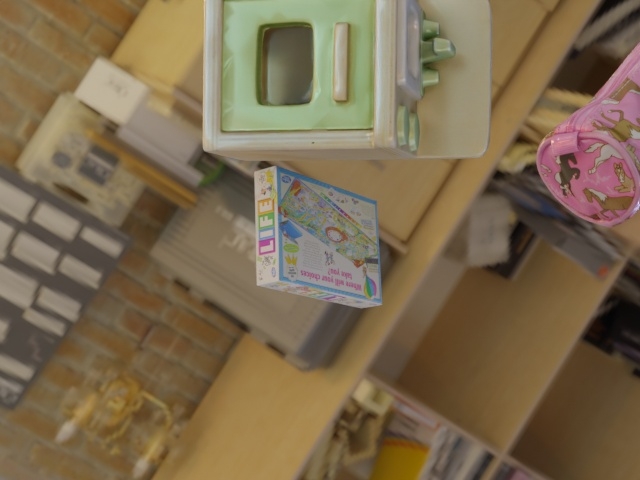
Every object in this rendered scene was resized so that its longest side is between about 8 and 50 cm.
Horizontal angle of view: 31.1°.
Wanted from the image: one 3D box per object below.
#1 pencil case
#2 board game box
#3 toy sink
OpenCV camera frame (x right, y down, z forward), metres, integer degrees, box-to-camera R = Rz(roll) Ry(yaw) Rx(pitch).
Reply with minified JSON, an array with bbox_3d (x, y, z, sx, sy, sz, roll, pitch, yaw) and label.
[{"bbox_3d":[0.454,-0.188,1.586,0.167,0.386,0.160,38,149,9],"label":"pencil case"},{"bbox_3d":[0.000,0.000,1.042,0.026,0.103,0.154,-13,162,35],"label":"board game box"},{"bbox_3d":[0.025,-0.149,0.998,0.234,0.153,0.131,1,180,14],"label":"toy sink"}]
